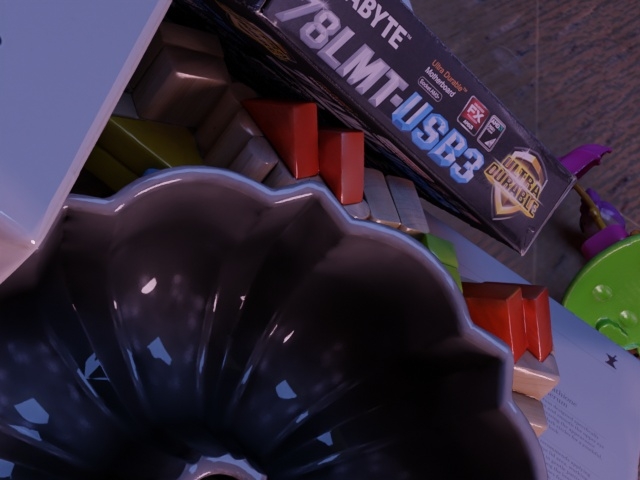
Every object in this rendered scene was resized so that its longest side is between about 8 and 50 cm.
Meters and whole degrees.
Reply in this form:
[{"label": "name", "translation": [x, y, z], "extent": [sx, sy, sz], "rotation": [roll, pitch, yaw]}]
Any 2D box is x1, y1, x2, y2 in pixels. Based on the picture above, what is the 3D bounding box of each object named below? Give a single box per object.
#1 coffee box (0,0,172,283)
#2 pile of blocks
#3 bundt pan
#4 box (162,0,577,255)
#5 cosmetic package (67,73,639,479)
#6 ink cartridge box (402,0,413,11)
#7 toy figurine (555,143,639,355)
[{"label": "coffee box", "translation": [-0.293, -0.113, 0.755], "extent": [0.337, 0.338, 0.334], "rotation": [39, 37, -16]}, {"label": "pile of blocks", "translation": [0.000, 0.000, 0.960], "extent": [0.362, 0.112, 0.149], "rotation": [34, 37, -7]}, {"label": "bundt pan", "translation": [-0.060, 0.134, 0.836], "extent": [0.331, 0.124, 0.331], "rotation": [2, 80, -14]}, {"label": "box", "translation": [-0.022, -0.130, 1.061], "extent": [0.293, 0.073, 0.295], "rotation": [29, -5, 46]}, {"label": "cosmetic package", "translation": [0.026, 0.091, 1.061], "extent": [0.377, 0.097, 0.284], "rotation": [35, 40, -9]}, {"label": "ink cartridge box", "translation": [0.031, -0.202, 1.330], "extent": [0.115, 0.067, 0.198], "rotation": [64, 9, -54]}, {"label": "toy figurine", "translation": [0.234, -0.003, 1.343], "extent": [0.173, 0.130, 0.159], "rotation": [38, 22, -43]}]
